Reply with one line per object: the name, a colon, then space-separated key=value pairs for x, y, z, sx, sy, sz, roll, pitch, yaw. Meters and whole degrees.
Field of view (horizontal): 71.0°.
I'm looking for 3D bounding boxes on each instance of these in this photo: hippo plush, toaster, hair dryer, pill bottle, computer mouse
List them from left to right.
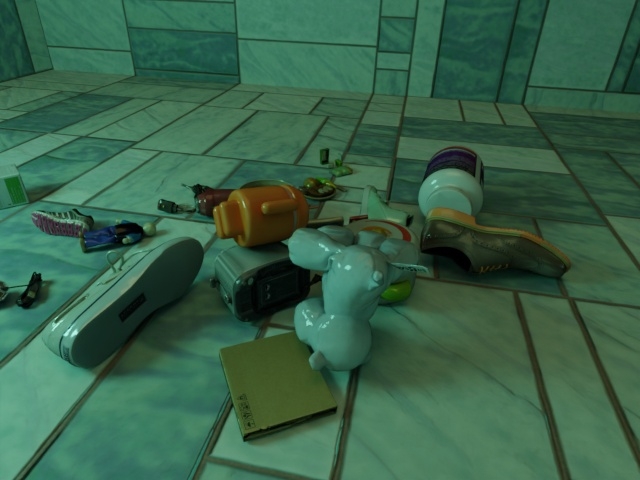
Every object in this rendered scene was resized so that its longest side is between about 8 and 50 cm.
computer mouse: x=-0.718 y=0.118 z=0.975 sx=0.193 sy=0.042 sz=0.106 roll=-5 pitch=36 yaw=-21
hair dryer: x=-0.333 y=-0.145 z=1.392 sx=0.293 sy=0.080 sz=0.224 roll=9 pitch=31 yaw=11
toaster: x=-0.125 y=0.074 z=0.992 sx=0.227 sy=0.129 sz=0.146 roll=-19 pitch=34 yaw=-32
hippo plush: x=0.071 y=0.116 z=0.838 sx=0.234 sy=0.237 sz=0.294 roll=-2 pitch=17 yaw=-37
pill bottle: x=0.395 y=-0.157 z=1.350 sx=0.181 sy=0.182 sz=0.323 roll=11 pitch=32 yaw=15

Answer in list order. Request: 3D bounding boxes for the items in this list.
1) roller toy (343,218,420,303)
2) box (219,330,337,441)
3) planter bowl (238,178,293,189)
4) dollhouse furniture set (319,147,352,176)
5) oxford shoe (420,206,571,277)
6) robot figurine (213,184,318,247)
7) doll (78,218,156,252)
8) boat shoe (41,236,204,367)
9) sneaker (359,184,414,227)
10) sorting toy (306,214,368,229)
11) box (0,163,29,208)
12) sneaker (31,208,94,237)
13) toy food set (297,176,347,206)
roller toy: x=0.128 y=0.038 z=1.045 sx=0.209 sy=0.146 sz=0.191 roll=15 pitch=33 yaw=21
box: x=-0.082 y=0.248 z=0.805 sx=0.164 sy=0.021 sz=0.201 roll=-9 pitch=32 yaw=-20
planter bowl: x=-0.151 y=-0.095 z=1.289 sx=0.162 sy=0.109 sz=0.162 roll=1 pitch=31 yaw=-1
dollhouse furniture set: x=0.055 y=-0.294 z=1.680 sx=0.076 sy=0.059 sz=0.151 roll=-16 pitch=35 yaw=-27
oxford shoe: x=0.427 y=0.039 z=1.124 sx=0.363 sy=0.130 sz=0.133 roll=18 pitch=67 yaw=14
robot figurine: x=-0.119 y=-0.056 z=0.983 sx=0.219 sy=0.158 sz=0.128 roll=-10 pitch=49 yaw=-31
doll: x=-0.541 y=-0.021 z=1.206 sx=0.189 sy=0.046 sz=0.129 roll=-12 pitch=35 yaw=-22
boat shoe: x=-0.413 y=0.102 z=0.947 sx=0.156 sy=0.136 sz=0.367 roll=14 pitch=43 yaw=25
sneaker: x=0.189 y=-0.077 z=1.297 sx=0.151 sy=0.094 sz=0.256 roll=7 pitch=33 yaw=3
sorting toy: x=0.000 y=0.000 z=1.133 sx=0.274 sy=0.132 sz=0.046 roll=-6 pitch=59 yaw=-8
box: x=-0.959 y=-0.166 z=1.372 sx=0.087 sy=0.101 sz=0.102 roll=-20 pitch=37 yaw=-31
sneaker: x=-0.706 y=-0.055 z=1.241 sx=0.170 sy=0.063 sz=0.075 roll=10 pitch=32 yaw=5
toy food set: x=-0.013 y=-0.173 z=1.494 sx=0.132 sy=0.039 sz=0.192 roll=28 pitch=40 yaw=36
